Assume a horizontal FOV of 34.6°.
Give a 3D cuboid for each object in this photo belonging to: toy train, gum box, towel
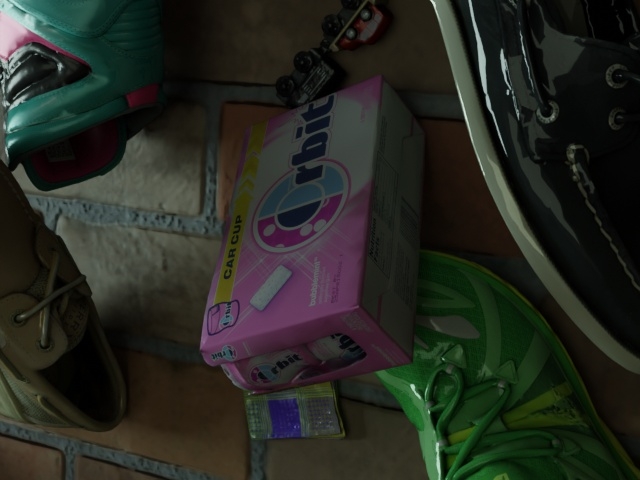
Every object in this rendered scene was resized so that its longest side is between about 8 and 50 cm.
[{"bbox_3d":[0.027,-0.144,0.668,0.036,0.027,0.158,45,116,11],"label":"toy train"},{"bbox_3d":[0.000,0.000,0.622,0.107,0.062,0.188,-18,45,29],"label":"gum box"},{"bbox_3d":[-0.021,0.116,0.745,0.083,0.009,0.060,-6,96,28],"label":"towel"}]

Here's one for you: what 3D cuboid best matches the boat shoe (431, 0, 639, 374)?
[{"bbox_3d":[0.147,-0.099,0.555,0.113,0.127,0.340,-29,75,40],"label":"boat shoe"}]

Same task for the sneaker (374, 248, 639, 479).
[{"bbox_3d":[0.111,0.121,0.610,0.295,0.123,0.109,50,117,13],"label":"sneaker"}]

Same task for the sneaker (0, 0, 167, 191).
[{"bbox_3d":[-0.214,-0.126,0.751,0.295,0.123,0.179,4,109,43],"label":"sneaker"}]

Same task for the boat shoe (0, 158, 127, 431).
[{"bbox_3d":[-0.204,0.039,0.718,0.098,0.109,0.302,14,142,17],"label":"boat shoe"}]
